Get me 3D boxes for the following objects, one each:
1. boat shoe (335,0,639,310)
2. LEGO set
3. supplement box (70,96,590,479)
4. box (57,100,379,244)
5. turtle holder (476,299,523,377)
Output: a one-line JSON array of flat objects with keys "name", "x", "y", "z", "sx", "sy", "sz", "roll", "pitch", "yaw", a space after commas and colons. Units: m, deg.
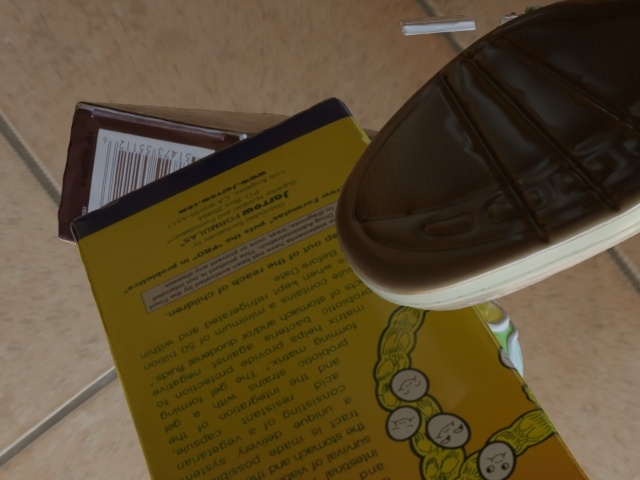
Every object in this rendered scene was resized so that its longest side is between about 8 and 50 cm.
[{"name": "boat shoe", "x": 0.168, "y": -0.059, "z": 0.648, "sx": 0.341, "sy": 0.110, "sz": 0.122, "roll": -30, "pitch": 55, "yaw": -2}, {"name": "LEGO set", "x": 0.213, "y": -0.233, "z": 1.540, "sx": 0.244, "sy": 0.182, "sz": 0.060, "roll": -5, "pitch": 101, "yaw": 3}, {"name": "supplement box", "x": 0.011, "y": 0.114, "z": 0.796, "sx": 0.195, "sy": 0.356, "sz": 0.194, "roll": -25, "pitch": 132, "yaw": -3}, {"name": "box", "x": -0.070, "y": -0.057, "z": 1.396, "sx": 0.191, "sy": 0.381, "sz": 0.143, "roll": 12, "pitch": 97, "yaw": 25}, {"name": "turtle holder", "x": 0.145, "y": 0.148, "z": 1.810, "sx": 0.243, "sy": 0.227, "sz": 0.320, "roll": -10, "pitch": 113, "yaw": 37}]
